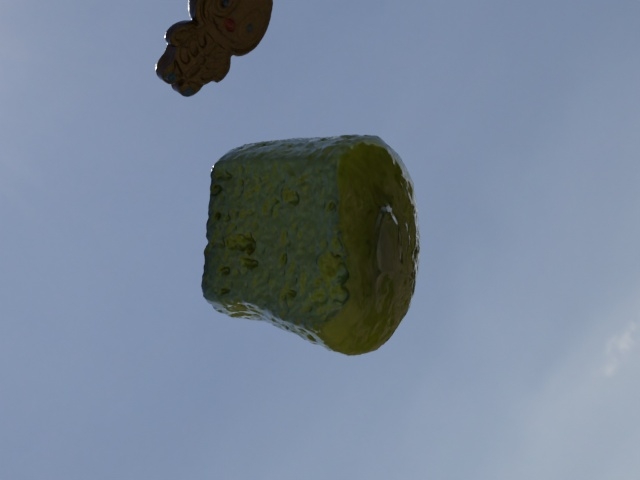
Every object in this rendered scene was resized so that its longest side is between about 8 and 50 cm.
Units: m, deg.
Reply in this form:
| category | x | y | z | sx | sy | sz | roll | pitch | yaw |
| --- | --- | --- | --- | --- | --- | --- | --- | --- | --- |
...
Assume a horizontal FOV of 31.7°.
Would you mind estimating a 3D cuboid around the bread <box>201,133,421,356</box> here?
| category | x | y | z | sx | sy | sz | roll | pitch | yaw |
| --- | --- | --- | --- | --- | --- | --- | --- | --- | --- |
| bread | 0.000 | 0.000 | 0.678 | 0.111 | 0.114 | 0.129 | 9 | -91 | -58 |

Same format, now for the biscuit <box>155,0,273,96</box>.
| category | x | y | z | sx | sy | sz | roll | pitch | yaw |
| --- | --- | --- | --- | --- | --- | --- | --- | --- | --- |
| biscuit | -0.120 | -0.247 | 1.331 | 0.175 | 0.026 | 0.124 | -53 | -38 | 0 |
